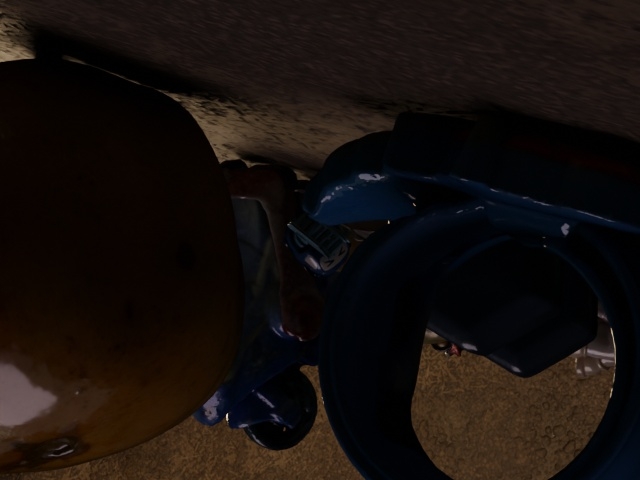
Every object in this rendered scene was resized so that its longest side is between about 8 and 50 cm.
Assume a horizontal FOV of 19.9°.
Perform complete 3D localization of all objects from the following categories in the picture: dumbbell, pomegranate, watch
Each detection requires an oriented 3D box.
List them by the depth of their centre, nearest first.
[{"bbox_3d":[0.100,0.059,1.266,0.305,0.274,0.241,9,174,29],"label":"watch"},{"bbox_3d":[0.160,0.035,1.621,0.143,0.156,0.316,61,-170,15],"label":"dumbbell"},{"bbox_3d":[-0.262,0.017,1.641,0.416,0.417,0.416,17,177,1],"label":"pomegranate"}]

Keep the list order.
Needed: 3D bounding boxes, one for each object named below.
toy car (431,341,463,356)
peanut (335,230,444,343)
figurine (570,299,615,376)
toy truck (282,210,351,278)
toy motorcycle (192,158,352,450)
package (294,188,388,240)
[{"bbox_3d":[0.210,0.089,2.554,0.112,0.139,0.112,-6,-168,23],"label":"toy car"},{"bbox_3d":[0.075,0.055,2.461,0.313,0.149,0.149,16,176,13],"label":"peanut"},{"bbox_3d":[0.376,0.092,1.763,0.256,0.144,0.182,18,157,29],"label":"figurine"},{"bbox_3d":[0.000,0.000,1.920,0.073,0.056,0.090,47,171,-2],"label":"toy truck"},{"bbox_3d":[-0.098,0.068,2.045,0.241,0.319,0.182,10,180,-3],"label":"toy motorcycle"},{"bbox_3d":[0.123,-0.003,1.947,0.251,0.062,0.204,13,175,33],"label":"package"}]
